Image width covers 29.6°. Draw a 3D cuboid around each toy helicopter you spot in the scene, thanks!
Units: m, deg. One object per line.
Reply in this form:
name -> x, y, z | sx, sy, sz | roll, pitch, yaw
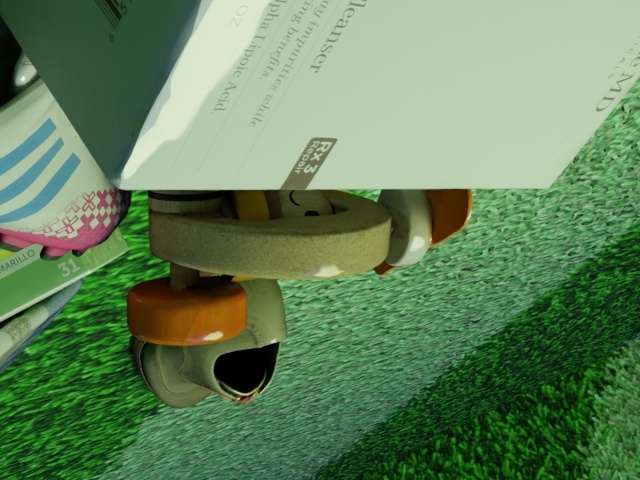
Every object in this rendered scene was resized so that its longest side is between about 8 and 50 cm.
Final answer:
toy helicopter -> -0.007, -0.028, 0.930 | 0.235, 0.140, 0.355 | 0, -169, 4

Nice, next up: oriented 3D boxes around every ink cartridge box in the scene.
ink cartridge box -> -0.256, 0.038, 0.918 | 0.171, 0.056, 0.235 | -28, -175, 8

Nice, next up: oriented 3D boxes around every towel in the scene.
towel -> -0.340, 0.141, 1.053 | 0.209, 0.034, 0.285 | -39, -176, 41

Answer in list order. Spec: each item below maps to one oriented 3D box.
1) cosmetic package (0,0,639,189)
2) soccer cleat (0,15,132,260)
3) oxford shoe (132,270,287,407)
cosmetic package -> 0.042, -0.152, 0.699 | 0.385, 0.156, 0.217 | -3, 137, -44
soccer cleat -> -0.183, -0.069, 0.743 | 0.143, 0.116, 0.331 | -54, 167, 11
oxford shoe -> -0.121, 0.130, 1.320 | 0.123, 0.130, 0.348 | -17, 159, -23
